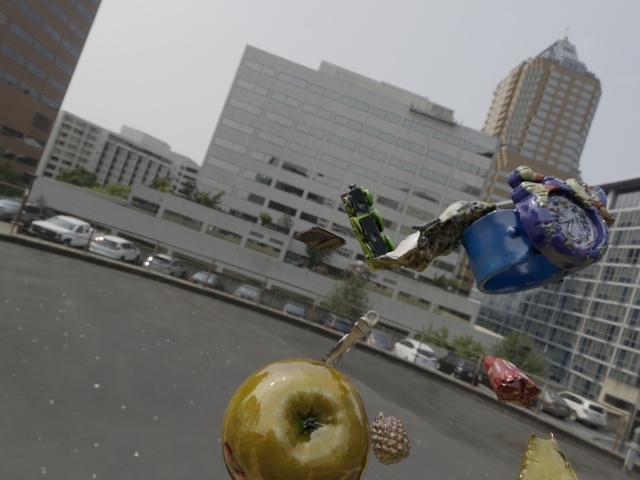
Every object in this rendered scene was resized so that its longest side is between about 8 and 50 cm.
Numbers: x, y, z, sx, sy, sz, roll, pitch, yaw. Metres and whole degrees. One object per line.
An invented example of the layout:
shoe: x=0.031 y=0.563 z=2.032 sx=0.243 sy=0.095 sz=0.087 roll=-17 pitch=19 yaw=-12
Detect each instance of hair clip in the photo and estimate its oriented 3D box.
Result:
hair clip: x=0.057 y=0.239 z=0.929 sx=0.034 sy=0.225 sz=0.072 roll=44 pitch=31 yaw=15

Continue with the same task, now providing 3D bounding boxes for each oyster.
oyster: x=0.213 y=0.001 z=0.797 sx=0.214 sy=0.083 sz=0.223 roll=-26 pitch=-5 yaw=-27

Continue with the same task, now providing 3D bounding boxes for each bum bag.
bum bag: x=0.000 y=0.000 z=1.358 sx=0.109 sy=0.026 sz=0.160 roll=-24 pitch=-33 yaw=37

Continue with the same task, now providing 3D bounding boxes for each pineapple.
pineapple: x=0.259 y=0.760 z=1.583 sx=0.166 sy=0.166 sz=0.193 roll=21 pitch=37 yaw=-34

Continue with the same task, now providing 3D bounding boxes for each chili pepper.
chili pepper: x=0.682 y=0.492 z=1.485 sx=0.144 sy=0.136 sz=0.252 roll=-20 pitch=10 yaw=9

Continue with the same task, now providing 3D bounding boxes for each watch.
watch: x=0.346 y=0.004 z=0.675 sx=0.196 sy=0.170 sz=0.200 roll=13 pitch=-36 yaw=-19

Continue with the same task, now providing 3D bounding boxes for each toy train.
toy train: x=0.154 y=-0.039 z=1.325 sx=0.101 sy=0.295 sz=0.160 roll=-21 pitch=-11 yaw=-1

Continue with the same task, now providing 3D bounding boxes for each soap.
soap: x=0.421 y=0.600 z=0.888 sx=0.305 sy=0.169 sz=0.338 roll=-8 pitch=31 yaw=0

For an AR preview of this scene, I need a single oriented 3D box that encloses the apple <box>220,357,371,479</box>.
apple: x=-0.027 y=0.227 z=0.488 sx=0.183 sy=0.182 sz=0.155 roll=19 pitch=-38 yaw=-1
